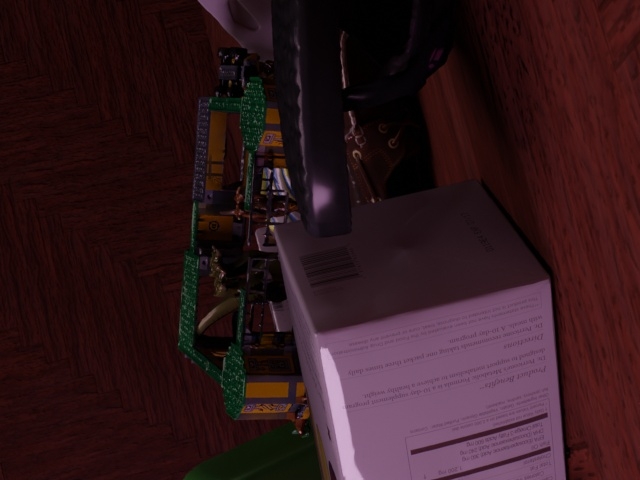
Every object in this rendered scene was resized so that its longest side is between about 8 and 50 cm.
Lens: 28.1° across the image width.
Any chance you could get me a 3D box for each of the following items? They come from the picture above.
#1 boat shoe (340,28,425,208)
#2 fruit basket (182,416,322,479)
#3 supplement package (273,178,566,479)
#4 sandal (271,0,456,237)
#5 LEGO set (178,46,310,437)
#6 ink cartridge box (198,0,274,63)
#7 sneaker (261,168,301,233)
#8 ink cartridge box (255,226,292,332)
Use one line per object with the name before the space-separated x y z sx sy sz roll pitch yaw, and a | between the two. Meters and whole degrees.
boat shoe | 0.045 -0.068 0.941 0.073 0.073 0.207 10 123 42
fruit basket | 0.010 0.297 1.234 0.392 0.283 0.392 50 152 38
supplement package | 0.065 0.110 0.783 0.139 0.133 0.244 -114 12 -62
sandal | 0.023 -0.194 0.768 0.167 0.107 0.446 89 180 -50
LEGO set | 0.000 0.000 1.125 0.255 0.192 0.331 178 94 -68
ink cartridge box | -0.079 -0.285 1.218 0.153 0.087 0.208 43 -160 -45
sneaker | -0.037 -0.109 1.442 0.126 0.091 0.240 91 166 -63
ink cartridge box | -0.008 0.067 1.489 0.060 0.104 0.180 93 163 -73
